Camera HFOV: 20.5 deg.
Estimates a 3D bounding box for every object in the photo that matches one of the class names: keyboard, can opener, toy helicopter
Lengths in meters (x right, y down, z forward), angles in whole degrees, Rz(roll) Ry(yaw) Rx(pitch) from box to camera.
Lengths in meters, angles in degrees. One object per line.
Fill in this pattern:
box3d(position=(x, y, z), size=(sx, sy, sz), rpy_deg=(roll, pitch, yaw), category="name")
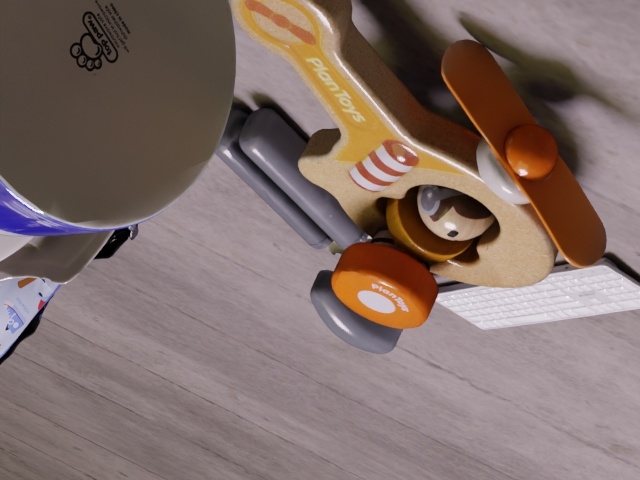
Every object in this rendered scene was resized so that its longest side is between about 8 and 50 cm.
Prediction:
box3d(position=(0.196, 0.052, 1.576), size=(0.072, 0.014, 0.256), rpy_deg=(36, 156, -22), category="keyboard")
box3d(position=(0.000, 0.000, 1.571), size=(0.076, 0.095, 0.283), rpy_deg=(1, 147, 45), category="can opener")
box3d(position=(0.065, -0.077, 1.289), size=(0.235, 0.140, 0.355), rpy_deg=(1, 144, 42), category="toy helicopter")

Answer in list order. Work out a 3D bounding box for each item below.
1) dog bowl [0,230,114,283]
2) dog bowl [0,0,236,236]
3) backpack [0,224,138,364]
box3d(position=(-0.318, -0.092, 1.435), size=(0.349, 0.349, 0.102), rpy_deg=(46, 179, -39), category="dog bowl")
box3d(position=(-0.188, -0.135, 1.262), size=(0.104, 0.265, 0.265), rpy_deg=(-2, 144, 45), category="dog bowl")
box3d(position=(-0.360, 0.005, 1.756), size=(0.276, 0.263, 0.213), rpy_deg=(3, 147, 46), category="backpack")
